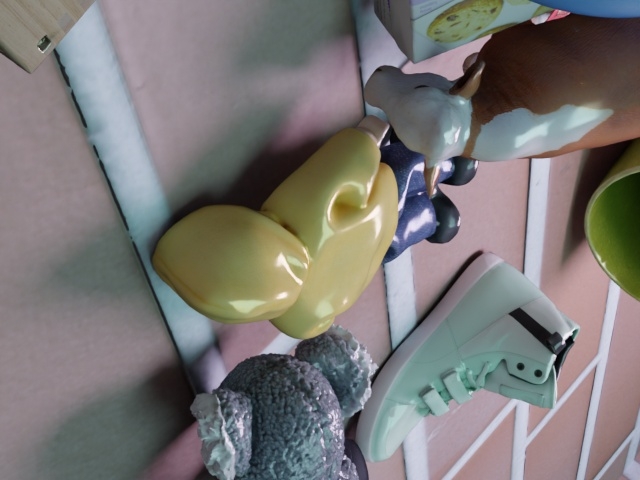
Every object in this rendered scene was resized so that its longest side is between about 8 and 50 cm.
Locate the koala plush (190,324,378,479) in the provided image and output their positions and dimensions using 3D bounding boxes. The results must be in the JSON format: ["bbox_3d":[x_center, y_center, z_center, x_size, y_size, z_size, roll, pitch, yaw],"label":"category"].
[{"bbox_3d":[-0.032,0.182,0.977,0.196,0.203,0.221,-20,123,-40],"label":"koala plush"}]

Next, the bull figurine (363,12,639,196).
[{"bbox_3d":[0.184,-0.126,0.896,0.188,0.310,0.101,-94,174,-56],"label":"bull figurine"}]

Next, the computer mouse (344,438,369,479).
[{"bbox_3d":[-0.039,0.289,1.189,0.272,0.072,0.188,-30,143,-37],"label":"computer mouse"}]

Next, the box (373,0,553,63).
[{"bbox_3d":[0.190,-0.216,0.862,0.324,0.063,0.067,-22,143,-12],"label":"box"}]

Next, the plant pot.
[{"bbox_3d":[0.495,-0.091,1.495,0.293,0.274,0.275,-58,159,-32],"label":"plant pot"}]

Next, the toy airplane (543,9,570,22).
[{"bbox_3d":[0.228,-0.192,1.136,0.151,0.028,0.151,-39,150,-28],"label":"toy airplane"}]

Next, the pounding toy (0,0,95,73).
[{"bbox_3d":[-0.144,-0.123,0.445,0.100,0.141,0.130,-51,154,-8],"label":"pounding toy"}]

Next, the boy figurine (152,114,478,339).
[{"bbox_3d":[0.000,0.000,0.900,0.285,0.092,0.177,-26,139,-44],"label":"boy figurine"}]

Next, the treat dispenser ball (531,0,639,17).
[{"bbox_3d":[0.162,-0.261,0.644,0.288,0.288,0.288,-40,151,-28],"label":"treat dispenser ball"}]

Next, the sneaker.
[{"bbox_3d":[0.153,0.150,1.276,0.256,0.151,0.094,-52,156,-2],"label":"sneaker"}]
